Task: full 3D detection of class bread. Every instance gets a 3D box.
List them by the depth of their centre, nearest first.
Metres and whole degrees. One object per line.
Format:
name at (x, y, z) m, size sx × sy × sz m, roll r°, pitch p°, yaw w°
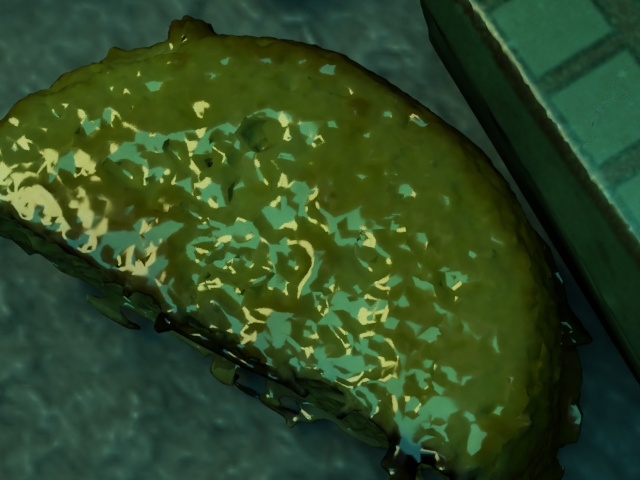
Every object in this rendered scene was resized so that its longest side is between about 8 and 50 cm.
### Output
bread at (-0.003, -0.001, 0.617) m, size 0.261 × 0.160 × 0.147 m, roll 29°, pitch 81°, yaw 15°

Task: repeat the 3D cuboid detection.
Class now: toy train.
toy train at (0.165, -0.028, 0.604) m, size 0.159 × 0.129 × 0.326 m, roll -33°, pitch 75°, yaw 0°
